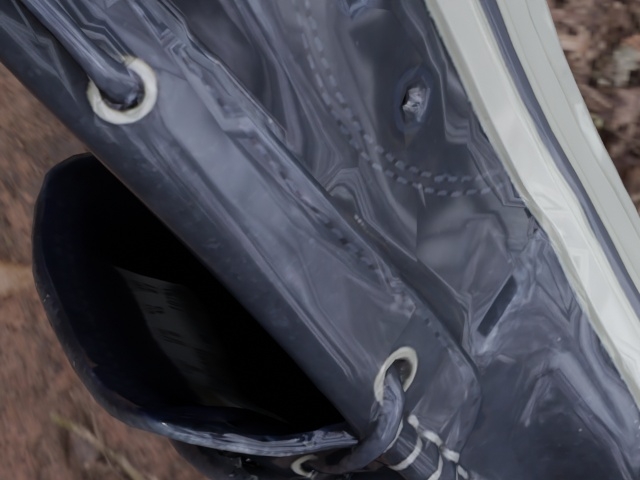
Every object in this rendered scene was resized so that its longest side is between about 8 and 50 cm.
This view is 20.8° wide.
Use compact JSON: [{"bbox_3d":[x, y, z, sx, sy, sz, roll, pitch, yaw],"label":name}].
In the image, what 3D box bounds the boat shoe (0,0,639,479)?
[{"bbox_3d":[0.000,0.000,0.507,0.156,0.187,0.500,-35,130,-6],"label":"boat shoe"}]
